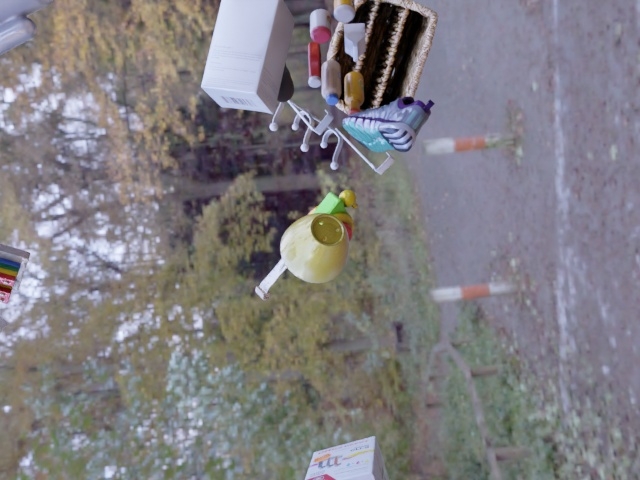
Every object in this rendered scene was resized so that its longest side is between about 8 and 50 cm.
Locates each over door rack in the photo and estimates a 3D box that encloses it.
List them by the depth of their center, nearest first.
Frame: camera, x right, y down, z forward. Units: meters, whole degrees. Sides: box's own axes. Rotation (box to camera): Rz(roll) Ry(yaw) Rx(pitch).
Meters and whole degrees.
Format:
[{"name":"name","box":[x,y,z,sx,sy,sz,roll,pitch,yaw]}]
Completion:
[{"name":"over door rack","box":[0.002,-0.265,1.992,0.108,0.239,0.324,-59,35,4]}]

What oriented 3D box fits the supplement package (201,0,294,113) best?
[{"name":"supplement package","box":[-0.122,-0.323,1.336,0.105,0.105,0.179,37,-115,-73]}]

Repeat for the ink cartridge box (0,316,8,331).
[{"name":"ink cartridge box","box":[-0.871,0.285,1.609,0.395,0.166,0.285,-52,4,-5]}]

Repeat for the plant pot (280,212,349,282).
[{"name":"plant pot","box":[0.000,0.000,1.456,0.095,0.134,0.134,122,146,-59]}]

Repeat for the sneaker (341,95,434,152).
[{"name":"sneaker","box":[0.126,-0.218,1.421,0.083,0.098,0.223,45,170,-29]}]

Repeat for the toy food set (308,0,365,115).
[{"name":"toy food set","box":[0.032,-0.343,1.482,0.232,0.111,0.104,85,-176,-57]}]

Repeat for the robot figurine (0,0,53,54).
[{"name":"robot figurine","box":[-0.658,-0.505,1.492,0.200,0.353,0.300,-18,-95,-79]}]

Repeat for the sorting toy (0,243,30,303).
[{"name":"sorting toy","box":[-1.015,0.087,2.295,0.257,0.255,0.089,-44,33,53]}]

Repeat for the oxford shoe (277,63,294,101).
[{"name":"oxford shoe","box":[-0.114,-0.411,1.702,0.076,0.076,0.212,-147,46,-61]}]

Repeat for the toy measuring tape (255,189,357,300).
[{"name":"toy measuring tape","box":[-0.018,0.020,1.851,0.330,0.121,0.121,-52,2,3]}]

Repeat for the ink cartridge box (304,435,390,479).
[{"name":"ink cartridge box","box":[0.053,0.445,1.365,0.176,0.128,0.127,-40,-66,-82]}]

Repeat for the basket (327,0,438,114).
[{"name":"basket","box":[0.131,-0.447,1.884,0.223,0.213,0.299,-100,27,-69]}]
